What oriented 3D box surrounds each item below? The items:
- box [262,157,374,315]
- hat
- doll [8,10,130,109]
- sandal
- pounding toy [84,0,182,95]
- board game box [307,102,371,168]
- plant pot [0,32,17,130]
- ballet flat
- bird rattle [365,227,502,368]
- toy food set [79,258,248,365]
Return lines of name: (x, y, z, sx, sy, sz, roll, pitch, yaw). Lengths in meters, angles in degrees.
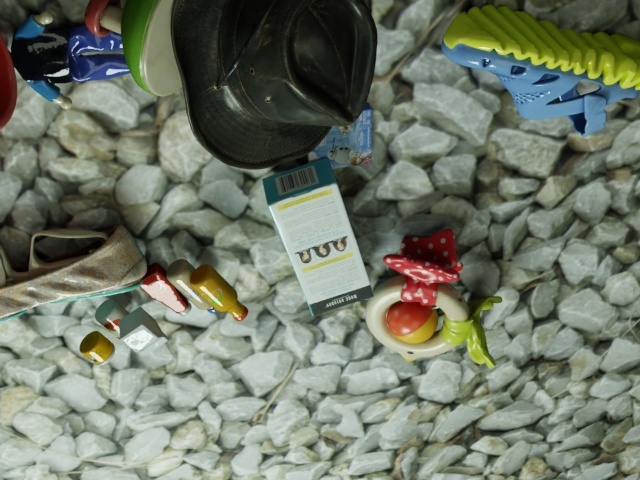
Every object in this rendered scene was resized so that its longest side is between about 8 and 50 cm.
box: (0.000, 0.000, 1.403, 0.100, 0.060, 0.244, -18, 135, 2)
hat: (-0.011, -0.216, 1.122, 0.331, 0.134, 0.331, -28, 133, -36)
doll: (-0.309, -0.218, 1.170, 0.189, 0.046, 0.129, -5, 128, -11)
sandal: (0.298, -0.216, 1.292, 0.317, 0.126, 0.138, 11, 128, -21)
pounding toy: (-0.186, -0.290, 1.093, 0.110, 0.183, 0.237, 25, 119, 11)
board game box: (0.025, -0.141, 1.339, 0.090, 0.020, 0.090, -9, 130, -7)
plant pot: (-0.507, -0.163, 1.038, 0.243, 0.275, 0.275, -31, 130, 22)
ballet flat: (-0.400, 0.044, 1.334, 0.316, 0.107, 0.106, -16, 110, -9)
bird rattle: (0.163, 0.111, 1.514, 0.207, 0.143, 0.253, -29, 128, 30)
toy food set: (-0.227, 0.111, 1.410, 0.232, 0.111, 0.104, -34, 128, 9)
